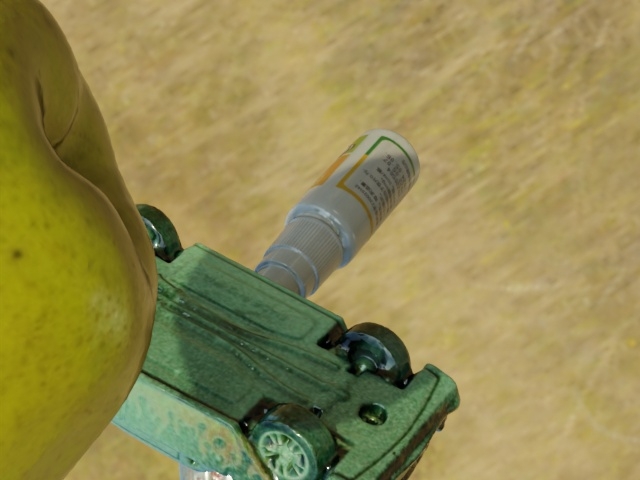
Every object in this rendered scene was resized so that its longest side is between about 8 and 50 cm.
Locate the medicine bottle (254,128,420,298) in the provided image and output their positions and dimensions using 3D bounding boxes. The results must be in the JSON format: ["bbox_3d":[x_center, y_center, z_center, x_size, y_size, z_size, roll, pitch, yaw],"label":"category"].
[{"bbox_3d":[0.000,0.000,1.178,0.061,0.221,0.092,35,133,6],"label":"medicine bottle"}]

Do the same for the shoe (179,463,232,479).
[{"bbox_3d":[-0.100,0.233,1.633,0.103,0.251,0.100,-13,142,41],"label":"shoe"}]

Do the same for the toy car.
[{"bbox_3d":[-0.077,0.072,0.975,0.320,0.141,0.097,27,129,19],"label":"toy car"}]

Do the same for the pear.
[{"bbox_3d":[-0.144,0.008,0.417,0.198,0.198,0.198,57,175,8],"label":"pear"}]
